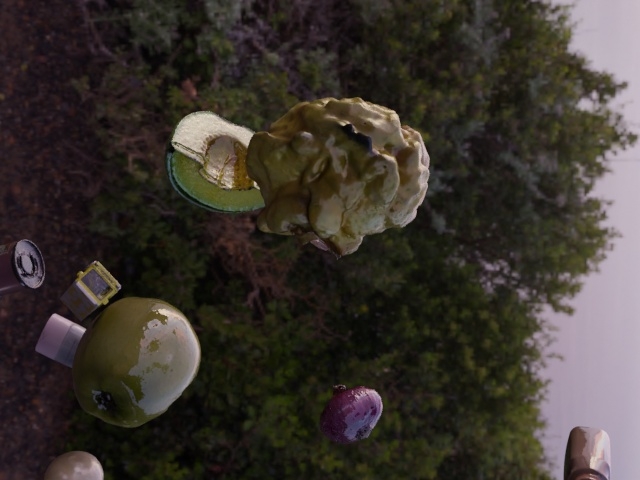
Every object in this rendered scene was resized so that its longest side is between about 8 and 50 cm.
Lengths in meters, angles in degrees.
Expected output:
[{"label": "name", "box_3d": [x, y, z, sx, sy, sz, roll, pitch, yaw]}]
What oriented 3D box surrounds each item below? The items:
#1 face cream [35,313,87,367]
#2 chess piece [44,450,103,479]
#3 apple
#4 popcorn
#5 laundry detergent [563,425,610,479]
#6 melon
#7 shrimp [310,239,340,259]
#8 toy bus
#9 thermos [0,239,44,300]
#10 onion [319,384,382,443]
[{"label": "face cream", "box_3d": [-0.558, 0.282, 2.044, 0.107, 0.269, 0.073, -63, -176, 8]}, {"label": "chess piece", "box_3d": [-0.514, 0.584, 1.744, 0.167, 0.167, 0.299, -30, 131, -65]}, {"label": "apple", "box_3d": [-0.391, 0.253, 1.775, 0.279, 0.279, 0.279, 2, 90, -69]}, {"label": "popcorn", "box_3d": [0.023, -0.099, 1.296, 0.215, 0.286, 0.252, -45, 144, -74]}, {"label": "laundry detergent", "box_3d": [0.431, 0.413, 1.351, 0.237, 0.076, 0.171, -24, 117, -71]}, {"label": "melon", "box_3d": [-0.218, -0.164, 1.754, 0.265, 0.129, 0.169, 22, 44, -27]}, {"label": "shrimp", "box_3d": [0.000, 0.000, 1.760, 0.059, 0.023, 0.108, -33, 90, -47]}, {"label": "toy bus", "box_3d": [-0.469, 0.102, 1.693, 0.074, 0.226, 0.081, -43, 98, -27]}, {"label": "thermos", "box_3d": [-0.777, 0.094, 1.846, 0.136, 0.330, 0.109, 56, 23, -57]}, {"label": "onion", "box_3d": [0.048, 0.284, 1.389, 0.104, 0.115, 0.115, 62, 3, 34]}]
